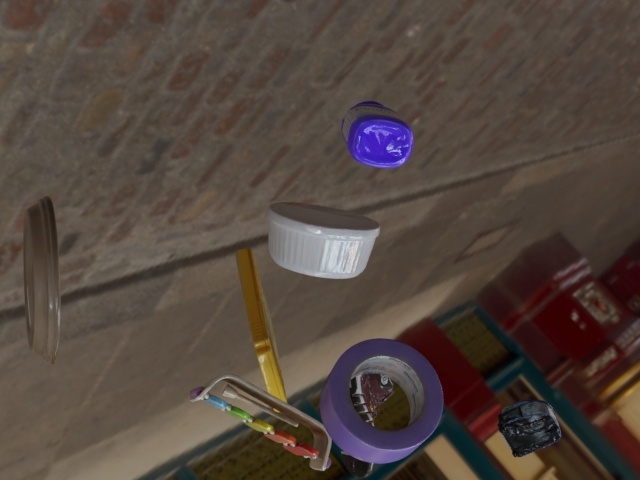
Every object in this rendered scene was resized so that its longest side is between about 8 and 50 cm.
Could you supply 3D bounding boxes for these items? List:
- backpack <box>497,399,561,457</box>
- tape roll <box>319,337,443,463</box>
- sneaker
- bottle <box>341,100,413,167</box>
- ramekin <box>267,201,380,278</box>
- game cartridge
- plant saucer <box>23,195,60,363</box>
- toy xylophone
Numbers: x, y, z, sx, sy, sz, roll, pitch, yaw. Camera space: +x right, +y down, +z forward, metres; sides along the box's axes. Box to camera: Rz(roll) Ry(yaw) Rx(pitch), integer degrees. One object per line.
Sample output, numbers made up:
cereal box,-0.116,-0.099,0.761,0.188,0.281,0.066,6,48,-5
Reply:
backpack,0.444,0.390,1.859,0.114,0.105,0.084,-24,-155,17
tape roll,0.098,0.260,1.422,0.189,0.189,0.080,-32,162,-26
sneaker,0.125,0.415,2.098,0.106,0.281,0.163,-5,-179,44
bottle,0.099,-0.207,1.647,0.283,0.118,0.092,-99,-162,-73
ramekin,0.000,0.000,2.067,0.273,0.273,0.127,-11,114,-58
game cartridge,-0.146,0.225,2.207,0.053,0.323,0.285,-15,137,-4
plant saucer,-0.460,0.065,1.436,0.041,0.277,0.277,-3,146,-23
toy xylophone,-0.118,0.372,1.826,0.081,0.323,0.236,-61,179,-17
